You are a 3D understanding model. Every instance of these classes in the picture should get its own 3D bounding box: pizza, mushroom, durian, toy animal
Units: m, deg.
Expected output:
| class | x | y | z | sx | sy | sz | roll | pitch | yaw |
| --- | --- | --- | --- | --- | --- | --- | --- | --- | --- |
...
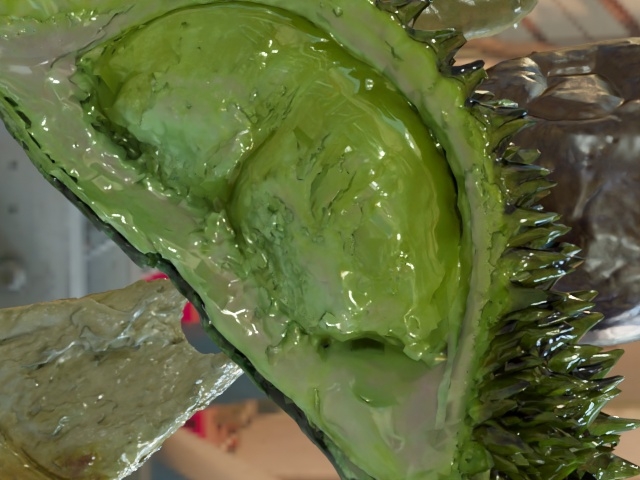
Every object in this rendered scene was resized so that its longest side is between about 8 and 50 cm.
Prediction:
| class | x | y | z | sx | sy | sz | roll | pitch | yaw |
| --- | --- | --- | --- | --- | --- | --- | --- | --- | --- |
| pizza | -0.170 | 0.112 | 1.246 | 0.034 | 0.262 | 0.181 | 18 | 55 | -68 |
| mushroom | 0.156 | -0.037 | 0.930 | 0.194 | 0.231 | 0.138 | -123 | -169 | -65 |
| durian | 0.000 | 0.000 | 0.659 | 0.352 | 0.169 | 0.158 | 47 | -23 | 23 |
| toy animal | 0.044 | -0.135 | 1.010 | 0.218 | 0.101 | 0.103 | -32 | 147 | -42 |
